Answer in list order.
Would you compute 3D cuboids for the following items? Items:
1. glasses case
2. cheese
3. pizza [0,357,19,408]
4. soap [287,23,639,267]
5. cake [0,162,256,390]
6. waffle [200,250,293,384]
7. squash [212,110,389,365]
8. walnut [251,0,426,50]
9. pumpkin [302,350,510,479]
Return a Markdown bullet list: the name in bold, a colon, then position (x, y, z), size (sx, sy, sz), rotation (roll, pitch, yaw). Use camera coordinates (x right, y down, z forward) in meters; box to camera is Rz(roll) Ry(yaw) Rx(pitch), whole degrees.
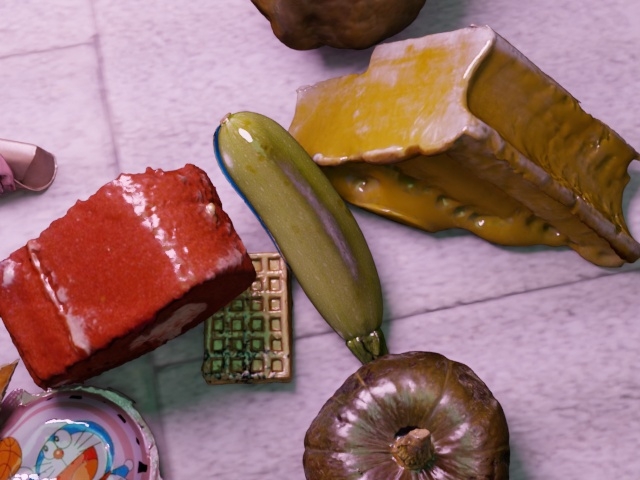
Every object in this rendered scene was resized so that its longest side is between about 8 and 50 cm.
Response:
- **glasses case**: position (-0.401, -0.085, 1.120), size (0.194, 0.102, 0.070), rotation (9, 87, -1)
- **cheese**: position (-0.233, 0.266, 1.076), size (0.286, 0.074, 0.189), rotation (37, 77, 4)
- **pizza**: position (-0.412, 0.181, 1.069), size (0.181, 0.034, 0.262), rotation (34, 97, 14)
- **soap**: position (0.165, -0.080, 1.172), size (0.339, 0.304, 0.169), rotation (30, 70, -37)
- **cake**: position (-0.200, 0.039, 1.044), size (0.283, 0.177, 0.151), rotation (-35, 83, 22)
- **waffle**: position (-0.081, 0.086, 1.132), size (0.102, 0.042, 0.148), rotation (0, 81, -2)
- **squash**: position (0.000, 0.000, 1.104), size (0.094, 0.094, 0.341), rotation (-34, 104, -7)
- **walnut**: position (0.014, -0.332, 1.091), size (0.227, 0.283, 0.283), rotation (30, 80, 17)
- **pumpkin**: position (0.099, 0.220, 1.059), size (0.219, 0.162, 0.219), rotation (0, 77, 1)
